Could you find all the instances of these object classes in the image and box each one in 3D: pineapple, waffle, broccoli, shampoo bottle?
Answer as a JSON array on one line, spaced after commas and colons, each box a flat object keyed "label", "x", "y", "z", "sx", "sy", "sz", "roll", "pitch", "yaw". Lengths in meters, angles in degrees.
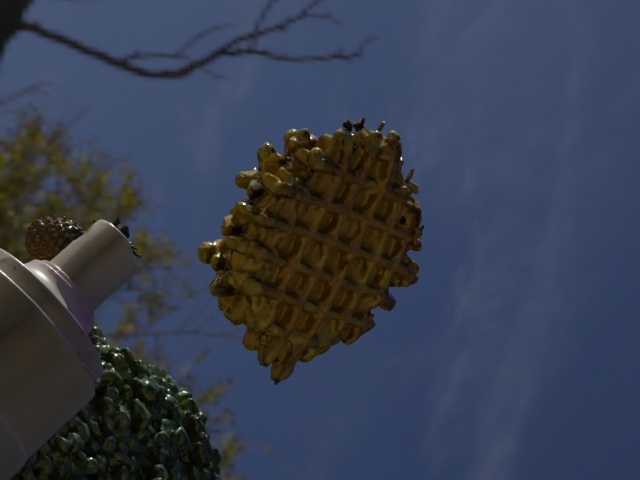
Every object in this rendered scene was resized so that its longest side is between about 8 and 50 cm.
[{"label": "pineapple", "x": -0.243, "y": 0.004, "z": 1.669, "sx": 0.124, "sy": 0.058, "sz": 0.058, "roll": 5, "pitch": -86, "yaw": 38}, {"label": "waffle", "x": 0.000, "y": 0.000, "z": 1.280, "sx": 0.070, "sy": 0.197, "sz": 0.193, "roll": 32, "pitch": -27, "yaw": 43}, {"label": "broccoli", "x": -0.207, "y": 0.246, "z": 1.331, "sx": 0.272, "sy": 0.334, "sz": 0.324, "roll": -43, "pitch": -102, "yaw": 36}, {"label": "shampoo bottle", "x": -0.192, "y": 0.098, "z": 0.680, "sx": 0.092, "sy": 0.303, "sz": 0.092, "roll": 40, "pitch": -22, "yaw": 19}]
